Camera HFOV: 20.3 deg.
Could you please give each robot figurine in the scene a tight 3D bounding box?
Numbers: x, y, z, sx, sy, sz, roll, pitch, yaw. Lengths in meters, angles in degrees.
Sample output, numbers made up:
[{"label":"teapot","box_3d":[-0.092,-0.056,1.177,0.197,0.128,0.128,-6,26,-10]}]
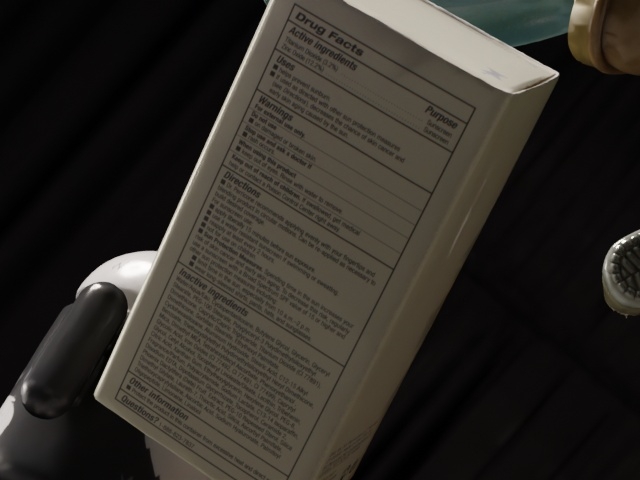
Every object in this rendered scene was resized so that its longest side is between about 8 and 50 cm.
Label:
[{"label":"robot figurine","box_3d":[-0.145,0.141,1.325,0.173,0.278,0.209,33,-23,-7]}]

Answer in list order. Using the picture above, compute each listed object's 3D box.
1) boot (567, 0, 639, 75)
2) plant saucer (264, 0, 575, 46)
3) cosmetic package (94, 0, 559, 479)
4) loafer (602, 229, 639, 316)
[{"label":"boot","box_3d":[0.283,-0.089,0.818,0.269,0.089,0.236,28,33,36]},{"label":"plant saucer","box_3d":[0.111,-0.222,1.346,0.317,0.317,0.044,40,43,-65]},{"label":"cosmetic package","box_3d":[0.000,0.000,1.103,0.160,0.309,0.113,33,21,15]},{"label":"loafer","box_3d":[0.364,0.007,1.665,0.087,0.251,0.094,117,-45,-67]}]
